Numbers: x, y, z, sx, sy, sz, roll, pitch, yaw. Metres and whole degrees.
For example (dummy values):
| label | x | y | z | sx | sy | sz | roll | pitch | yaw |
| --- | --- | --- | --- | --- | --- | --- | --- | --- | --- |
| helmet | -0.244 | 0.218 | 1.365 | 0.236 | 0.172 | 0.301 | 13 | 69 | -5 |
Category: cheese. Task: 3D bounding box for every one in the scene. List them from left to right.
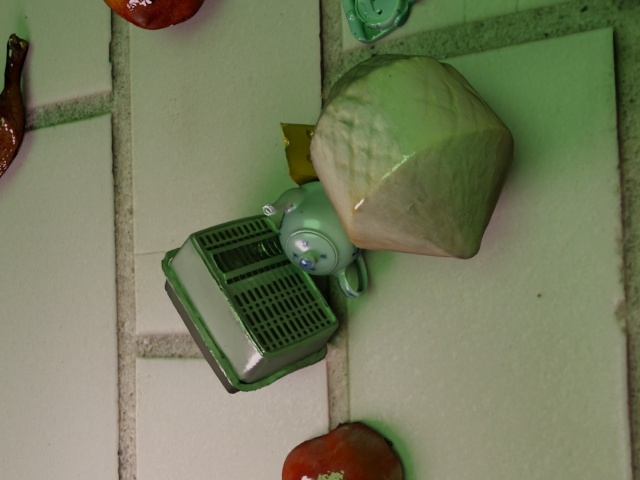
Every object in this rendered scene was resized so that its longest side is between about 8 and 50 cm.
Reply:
| label | x | y | z | sx | sy | sz | roll | pitch | yaw |
| --- | --- | --- | --- | --- | --- | --- | --- | --- | --- |
| cheese | -0.021 | -0.143 | 1.255 | 0.126 | 0.171 | 0.093 | -10 | 85 | 28 |

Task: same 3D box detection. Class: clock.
| label | x | y | z | sx | sy | sz | roll | pitch | yaw |
| --- | --- | --- | --- | --- | --- | --- | --- | --- | --- |
| clock | 0.106 | -0.406 | 1.264 | 0.135 | 0.041 | 0.101 | -23 | 78 | 26 |

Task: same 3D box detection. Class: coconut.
| label | x | y | z | sx | sy | sz | roll | pitch | yaw |
| --- | --- | --- | --- | --- | --- | --- | --- | --- | --- |
| coconut | 0.139 | -0.106 | 1.107 | 0.329 | 0.329 | 0.328 | -1 | 89 | 29 |

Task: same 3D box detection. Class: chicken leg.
| label | x | y | z | sx | sy | sz | roll | pitch | yaw |
| --- | --- | --- | --- | --- | --- | --- | --- | --- | --- |
| chicken leg | -0.728 | -0.266 | 1.694 | 0.158 | 0.096 | 0.406 | 28 | 101 | 46 |

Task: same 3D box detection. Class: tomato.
| label | x | y | z | sx | sy | sz | roll | pitch | yaw |
| --- | --- | --- | --- | --- | --- | --- | --- | --- | --- |
| tomato | 0.024 | 0.425 | 1.258 | 0.228 | 0.112 | 0.199 | -37 | 74 | 26 |

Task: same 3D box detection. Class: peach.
| label | x | y | z | sx | sy | sz | roll | pitch | yaw |
| --- | --- | --- | --- | --- | --- | --- | --- | --- | --- |
| peach | -0.321 | -0.511 | 1.397 | 0.231 | 0.231 | 0.230 | -1 | 89 | 29 |

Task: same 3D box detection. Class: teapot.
| label | x | y | z | sx | sy | sz | roll | pitch | yaw |
| --- | --- | --- | --- | --- | --- | --- | --- | --- | --- |
| teapot | 0.000 | 0.000 | 1.235 | 0.159 | 0.159 | 0.232 | -35 | 109 | 24 |

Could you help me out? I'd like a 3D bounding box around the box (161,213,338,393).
| label | x | y | z | sx | sy | sz | roll | pitch | yaw |
| --- | --- | --- | --- | --- | --- | --- | --- | --- | --- |
| box | -0.126 | 0.108 | 1.283 | 0.290 | 0.221 | 0.166 | 56 | 135 | 18 |
